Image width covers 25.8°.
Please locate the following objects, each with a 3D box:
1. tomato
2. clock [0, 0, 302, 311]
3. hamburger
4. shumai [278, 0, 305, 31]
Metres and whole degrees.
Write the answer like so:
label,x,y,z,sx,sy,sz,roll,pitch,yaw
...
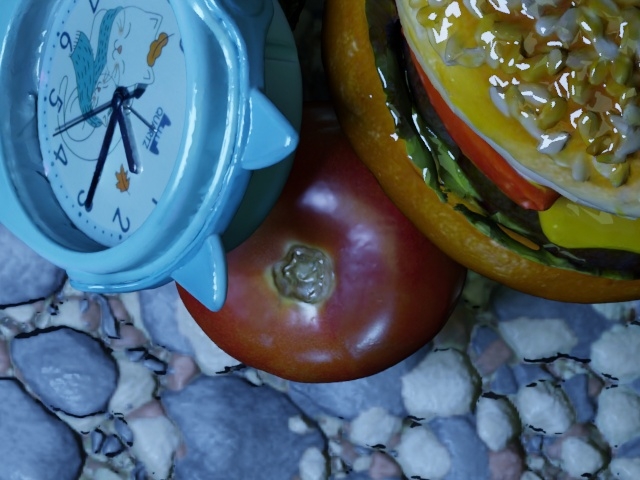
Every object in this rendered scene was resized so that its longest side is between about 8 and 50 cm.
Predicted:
label,x,y,z,sx,sy,sz,roll,pitch,yaw
tomato,0.000,0.000,0.904,0.195,0.136,0.195,5,110,13
clock,-0.107,-0.081,0.819,0.274,0.094,0.223,44,119,32
hamburger,0.173,-0.134,0.770,0.330,0.250,0.330,6,73,-19
shumai,-0.056,-0.169,0.893,0.099,0.087,0.123,-5,106,0
